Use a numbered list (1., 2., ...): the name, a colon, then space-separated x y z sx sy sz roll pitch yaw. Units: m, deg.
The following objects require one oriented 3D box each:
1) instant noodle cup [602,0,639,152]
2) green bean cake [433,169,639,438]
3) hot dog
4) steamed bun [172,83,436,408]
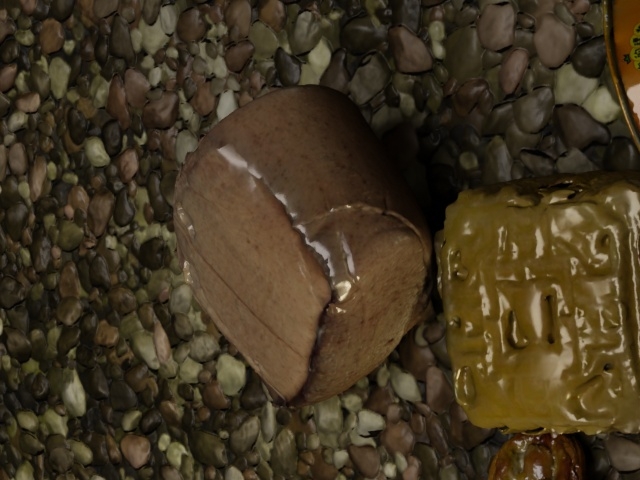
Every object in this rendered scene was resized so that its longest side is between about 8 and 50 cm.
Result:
1. instant noodle cup: 0.337 -0.133 1.246 0.172 0.215 0.216 -22 81 31
2. green bean cake: 0.217 0.056 1.409 0.224 0.131 0.230 -4 91 42
3. hot dog: 0.205 0.243 1.485 0.099 0.065 0.147 -7 88 31
4. steamed bun: 0.000 0.000 1.546 0.251 0.199 0.301 50 153 15
